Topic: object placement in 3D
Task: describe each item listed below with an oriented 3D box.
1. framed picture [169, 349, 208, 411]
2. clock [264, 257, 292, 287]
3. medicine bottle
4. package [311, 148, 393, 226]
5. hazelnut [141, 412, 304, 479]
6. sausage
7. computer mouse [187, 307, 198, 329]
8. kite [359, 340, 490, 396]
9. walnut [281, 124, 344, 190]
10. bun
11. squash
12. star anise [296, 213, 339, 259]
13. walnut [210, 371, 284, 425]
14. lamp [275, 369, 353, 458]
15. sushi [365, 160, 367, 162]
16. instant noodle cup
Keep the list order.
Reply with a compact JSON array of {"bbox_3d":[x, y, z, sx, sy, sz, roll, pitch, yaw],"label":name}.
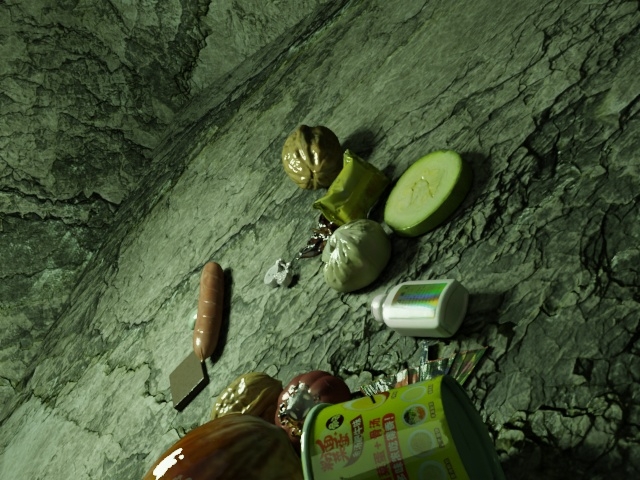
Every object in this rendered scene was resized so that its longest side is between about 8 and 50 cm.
[{"bbox_3d":[-0.387,0.403,2.018,0.128,0.023,0.168,-46,28,6],"label":"framed picture"},{"bbox_3d":[-0.115,0.097,1.988,0.087,0.041,0.129,-59,25,-12],"label":"clock"},{"bbox_3d":[0.199,0.141,1.441,0.219,0.078,0.115,-8,50,51],"label":"medicine bottle"},{"bbox_3d":[0.090,-0.123,1.853,0.226,0.168,0.090,-57,6,-18],"label":"package"},{"bbox_3d":[-0.182,0.505,1.297,0.372,0.315,0.372,-19,54,28],"label":"hazelnut"},{"bbox_3d":[-0.341,0.207,2.133,0.088,0.088,0.433,-37,31,22],"label":"sausage"},{"bbox_3d":[-0.393,0.237,2.221,0.110,0.032,0.056,-43,29,12],"label":"computer mouse"},{"bbox_3d":[0.189,0.298,1.335,0.321,0.016,0.233,-28,36,36],"label":"kite"},{"bbox_3d":[-0.024,-0.261,2.147,0.198,0.198,0.245,-35,35,25],"label":"walnut"},{"bbox_3d":[0.074,0.033,1.707,0.193,0.128,0.178,-35,32,29],"label":"bun"},{"bbox_3d":[0.258,-0.118,1.711,0.252,0.049,0.252,-36,31,25],"label":"squash"},{"bbox_3d":[0.002,0.003,1.923,0.157,0.053,0.212,-37,32,21],"label":"star anise"},{"bbox_3d":[-0.154,0.384,1.567,0.184,0.155,0.155,-46,27,-10],"label":"walnut"},{"bbox_3d":[-0.006,0.360,1.417,0.182,0.140,0.182,-19,56,31],"label":"lamp"},{"bbox_3d":[0.095,-0.155,1.958,0.150,0.078,0.090,-46,28,8],"label":"sushi"},{"bbox_3d":[0.141,0.356,1.059,0.222,0.311,0.311,-28,33,19],"label":"instant noodle cup"}]
